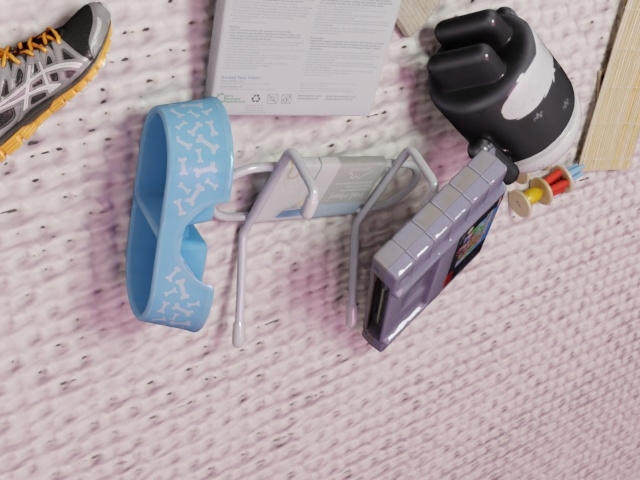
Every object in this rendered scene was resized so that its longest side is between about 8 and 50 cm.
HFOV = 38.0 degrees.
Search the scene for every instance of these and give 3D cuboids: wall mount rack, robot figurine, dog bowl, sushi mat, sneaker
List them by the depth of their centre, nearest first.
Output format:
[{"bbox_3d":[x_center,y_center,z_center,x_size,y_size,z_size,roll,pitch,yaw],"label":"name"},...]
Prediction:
[{"bbox_3d":[-0.306,-0.178,0.982,0.215,0.084,0.083,-47,129,-4],"label":"sneaker"},{"bbox_3d":[-0.177,-0.028,1.119,0.074,0.166,0.297,0,115,-25],"label":"dog bowl"},{"bbox_3d":[0.000,0.000,1.294,0.350,0.130,0.304,-5,143,-34],"label":"wall mount rack"},{"bbox_3d":[0.262,-0.212,1.339,0.209,0.173,0.278,-49,134,5],"label":"robot figurine"},{"bbox_3d":[0.534,-0.268,1.607,0.151,0.019,0.317,-7,119,-34],"label":"sushi mat"}]

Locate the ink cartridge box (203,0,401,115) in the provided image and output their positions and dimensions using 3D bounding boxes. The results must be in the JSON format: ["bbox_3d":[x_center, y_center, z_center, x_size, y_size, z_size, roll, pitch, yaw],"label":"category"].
[{"bbox_3d":[-0.020,-0.253,1.120,0.223,0.045,0.224,-2,132,-22],"label":"ink cartridge box"}]

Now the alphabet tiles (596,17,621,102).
[{"bbox_3d":[0.555,-0.292,1.628,0.198,0.009,0.237,-25,128,-24],"label":"alphabet tiles"}]

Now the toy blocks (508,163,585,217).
[{"bbox_3d":[0.387,-0.121,1.565,0.148,0.054,0.123,-29,130,-21],"label":"toy blocks"}]

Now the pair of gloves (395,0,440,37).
[{"bbox_3d":[0.046,-0.299,1.209,0.240,0.042,0.204,-45,134,-7],"label":"pair of gloves"}]

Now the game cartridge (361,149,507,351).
[{"bbox_3d":[0.161,0.028,1.352,0.230,0.068,0.355,-39,163,-14],"label":"game cartridge"}]
